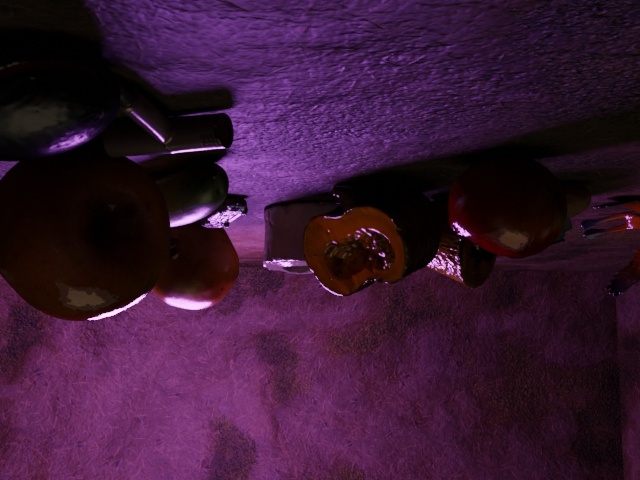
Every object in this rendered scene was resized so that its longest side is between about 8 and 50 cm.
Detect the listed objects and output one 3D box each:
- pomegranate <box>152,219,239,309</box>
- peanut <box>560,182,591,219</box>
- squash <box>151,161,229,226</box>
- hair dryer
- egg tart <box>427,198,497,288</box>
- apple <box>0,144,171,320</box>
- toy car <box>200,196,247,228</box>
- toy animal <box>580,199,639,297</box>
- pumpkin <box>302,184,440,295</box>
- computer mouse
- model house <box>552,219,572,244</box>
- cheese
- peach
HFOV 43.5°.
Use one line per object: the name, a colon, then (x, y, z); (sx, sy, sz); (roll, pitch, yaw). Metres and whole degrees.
pomegranate: (-0.348, 0.052, 2.124); (0.264, 0.265, 0.264); (0, 173, 0)
peanut: (0.471, -0.078, 1.661); (0.174, 0.080, 0.080); (-2, 173, 10)
squash: (-0.293, -0.079, 1.561); (0.107, 0.107, 0.395); (6, 170, -41)
hair dryer: (-0.254, -0.163, 1.090); (0.195, 0.054, 0.220); (-2, 172, 22)
egg tart: (0.314, -0.003, 1.822); (0.170, 0.215, 0.215); (9, 179, 35)
apple: (-0.409, -0.011, 1.340); (0.275, 0.299, 0.299); (-19, 162, 38)
toy car: (-0.227, -0.067, 1.870); (0.069, 0.055, 0.142); (4, 158, -37)
toy animal: (0.799, -0.025, 1.940); (0.301, 0.225, 0.284); (-14, -172, 16)
pumpkin: (0.123, -0.030, 1.718); (0.232, 0.242, 0.325); (-32, -169, -39)
computer mouse: (-0.386, -0.154, 0.932); (0.323, 0.116, 0.183); (-2, 168, 20)
model house: (0.483, -0.055, 1.838); (0.148, 0.120, 0.149); (-24, -167, 11)
cheese: (0.003, 0.003, 2.025); (0.292, 0.153, 0.332); (1, 174, -2)
peach: (0.327, -0.057, 1.412); (0.190, 0.190, 0.192); (7, 156, -45)
